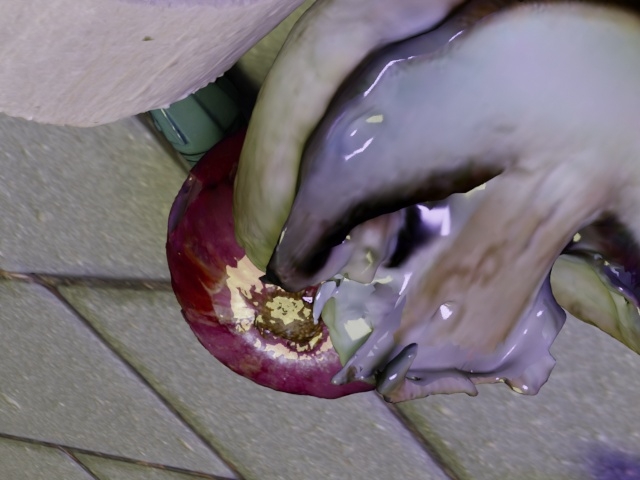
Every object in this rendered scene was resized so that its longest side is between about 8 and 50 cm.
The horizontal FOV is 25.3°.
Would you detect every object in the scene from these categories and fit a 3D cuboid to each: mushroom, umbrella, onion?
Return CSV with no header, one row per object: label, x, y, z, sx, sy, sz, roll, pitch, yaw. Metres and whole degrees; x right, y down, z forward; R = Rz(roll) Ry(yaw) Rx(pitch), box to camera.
mushroom,0.070,-0.048,0.626,0.164,0.267,0.189,45,127,49
umbrella,-0.081,-0.094,0.847,0.053,0.052,0.250,30,158,47
onion,-0.001,0.006,0.828,0.177,0.153,0.177,15,149,9

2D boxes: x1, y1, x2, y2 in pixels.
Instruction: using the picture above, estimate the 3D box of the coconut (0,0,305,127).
coconut,-0.097,-0.166,0.553,0.237,0.237,0.266,42,146,-19
